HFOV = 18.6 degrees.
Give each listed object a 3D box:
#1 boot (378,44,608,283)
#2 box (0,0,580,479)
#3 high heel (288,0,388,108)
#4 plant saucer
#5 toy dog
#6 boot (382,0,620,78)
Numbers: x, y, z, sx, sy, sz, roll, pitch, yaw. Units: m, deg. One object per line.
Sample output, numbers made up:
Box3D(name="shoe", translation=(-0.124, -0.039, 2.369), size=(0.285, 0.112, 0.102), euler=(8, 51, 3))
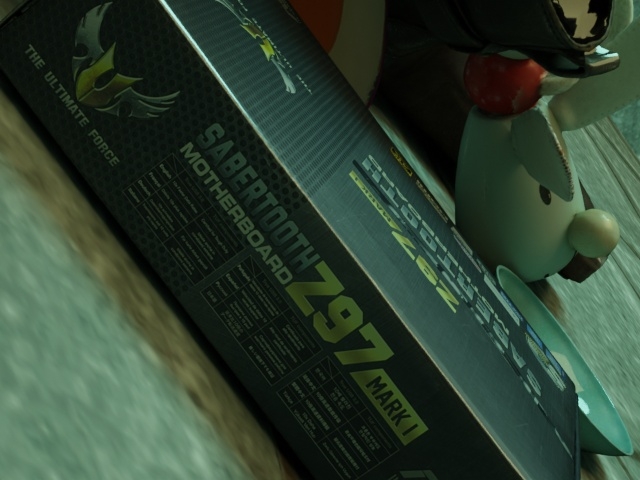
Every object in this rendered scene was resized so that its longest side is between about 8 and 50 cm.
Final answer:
Box3D(name="boot", translation=(0.110, -0.068, 1.185), size=(0.207, 0.090, 0.248), euler=(52, 8, 4))
Box3D(name="box", translation=(0.000, 0.000, 0.661), size=(0.233, 0.059, 0.183), euler=(52, 13, -3))
Box3D(name="high heel", translation=(-0.079, -0.205, 0.843), size=(0.181, 0.127, 0.377), euler=(129, -62, -81))
Box3D(name="plant saucer", translation=(0.119, 0.067, 1.011), size=(0.119, 0.021, 0.119), euler=(50, 13, -16))
Box3D(name="toy dog", translation=(0.145, -0.124, 0.976), size=(0.161, 0.220, 0.334), euler=(20, -30, 30))
Box3D(name="boot", translation=(0.029, -0.182, 0.828), size=(0.229, 0.091, 0.263), euler=(-11, -81, 60))
